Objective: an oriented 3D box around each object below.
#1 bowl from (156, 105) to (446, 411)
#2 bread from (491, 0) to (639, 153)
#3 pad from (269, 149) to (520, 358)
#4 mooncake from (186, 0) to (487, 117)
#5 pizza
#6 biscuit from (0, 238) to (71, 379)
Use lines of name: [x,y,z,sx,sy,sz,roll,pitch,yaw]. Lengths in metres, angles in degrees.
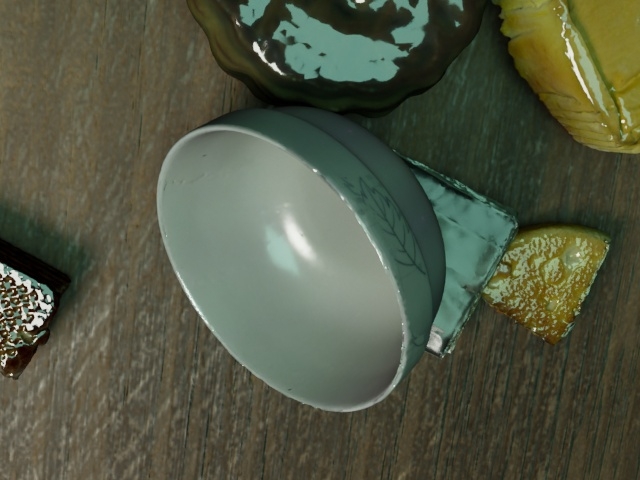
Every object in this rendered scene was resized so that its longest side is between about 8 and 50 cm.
bowl: [0.000,0.000,0.832,0.143,0.287,0.287,-36,105,-37]
bread: [0.281,-0.203,0.884,0.179,0.133,0.250,-38,105,-2]
pad: [0.070,-0.004,0.940,0.233,0.022,0.174,29,97,1]
mooncake: [0.016,-0.252,0.836,0.290,0.161,0.291,-1,100,-4]
pizza: [0.234,0.046,0.975,0.178,0.041,0.131,-28,100,0]
biscuit: [-0.433,-0.004,0.883,0.388,0.073,0.107,31,98,-10]
